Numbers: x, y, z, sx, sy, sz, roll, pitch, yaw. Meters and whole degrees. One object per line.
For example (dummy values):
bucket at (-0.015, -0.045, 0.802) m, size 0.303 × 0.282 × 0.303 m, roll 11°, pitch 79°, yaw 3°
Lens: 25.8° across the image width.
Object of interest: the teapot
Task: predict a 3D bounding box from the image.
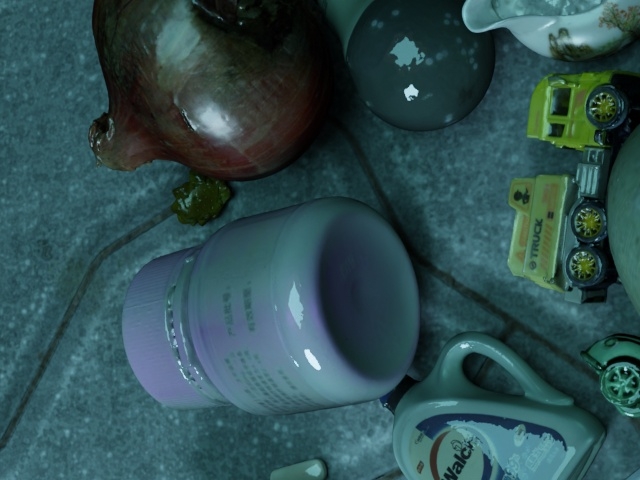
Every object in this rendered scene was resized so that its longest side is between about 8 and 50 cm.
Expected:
teapot at (0.311, -0.319, 1.632) m, size 0.298 × 0.139 × 0.204 m, roll -34°, pitch 72°, yaw 16°

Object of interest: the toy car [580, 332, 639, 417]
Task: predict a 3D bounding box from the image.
toy car at (0.436, 0.196, 1.566) m, size 0.306 × 0.136 × 0.125 m, roll 41°, pitch 92°, yaw 24°

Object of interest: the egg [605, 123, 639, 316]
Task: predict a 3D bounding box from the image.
egg at (0.485, 0.010, 1.426) m, size 0.428 × 0.345 × 0.345 m, roll 31°, pitch 103°, yaw 36°

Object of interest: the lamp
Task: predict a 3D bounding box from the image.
lamp at (0.081, -0.269, 1.733) m, size 0.314 × 0.182 × 0.182 m, roll 46°, pitch 109°, yaw 22°

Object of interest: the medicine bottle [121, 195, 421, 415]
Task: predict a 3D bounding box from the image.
medicine bottle at (-0.064, 0.094, 1.753) m, size 0.325 × 0.256 × 0.256 m, roll -15°, pitch 82°, yaw 38°

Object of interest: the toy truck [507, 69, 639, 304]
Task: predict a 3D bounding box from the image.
toy truck at (0.301, -0.067, 1.649) m, size 0.157 × 0.124 × 0.272 m, roll 11°, pitch 97°, yaw 37°

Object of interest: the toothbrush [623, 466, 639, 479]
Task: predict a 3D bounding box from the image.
toothbrush at (0.294, 0.349, 1.647) m, size 0.030 × 0.025 × 0.342 m, roll 48°, pitch 124°, yaw 13°

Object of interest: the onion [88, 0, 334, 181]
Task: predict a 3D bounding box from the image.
onion at (-0.138, -0.242, 1.761) m, size 0.353 × 0.353 × 0.354 m, roll -1°, pitch 88°, yaw 27°

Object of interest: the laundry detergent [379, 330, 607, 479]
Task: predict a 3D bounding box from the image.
laundry detergent at (0.187, 0.227, 1.709) m, size 0.280 × 0.105 × 0.215 m, roll 36°, pitch 105°, yaw 26°

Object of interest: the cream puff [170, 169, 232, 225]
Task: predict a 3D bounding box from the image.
cream puff at (-0.166, -0.061, 1.928) m, size 0.058 × 0.083 × 0.083 m, roll -144°, pitch 55°, yaw -69°

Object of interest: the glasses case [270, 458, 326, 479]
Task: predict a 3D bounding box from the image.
glasses case at (-0.030, 0.313, 1.863) m, size 0.083 × 0.021 × 0.032 m, roll -20°, pitch 80°, yaw 25°
